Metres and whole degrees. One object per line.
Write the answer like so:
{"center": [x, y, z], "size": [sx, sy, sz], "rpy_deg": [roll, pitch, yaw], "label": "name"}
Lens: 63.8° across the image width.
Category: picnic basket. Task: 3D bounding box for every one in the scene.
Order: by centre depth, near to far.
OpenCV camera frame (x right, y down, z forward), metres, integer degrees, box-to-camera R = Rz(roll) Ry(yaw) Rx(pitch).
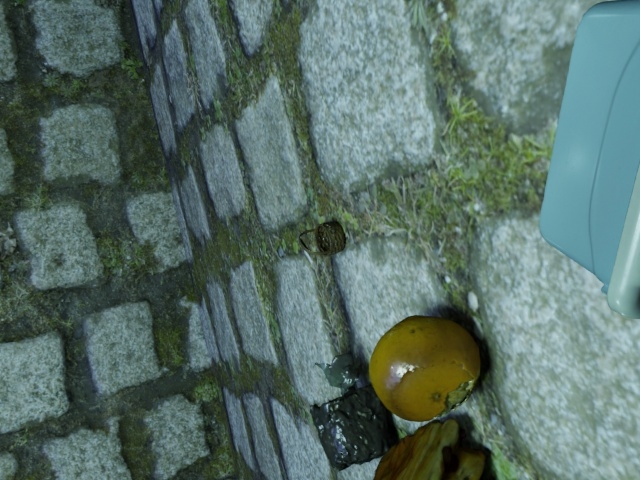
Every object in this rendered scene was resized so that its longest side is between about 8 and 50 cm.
{"center": [0.000, 0.000, 0.996], "size": [0.072, 0.083, 0.072], "rpy_deg": [39, 135, 53], "label": "picnic basket"}

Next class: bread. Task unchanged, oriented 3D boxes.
{"center": [0.130, 0.447, 0.746], "size": [0.167, 0.325, 0.277], "rpy_deg": [31, 147, 10], "label": "bread"}

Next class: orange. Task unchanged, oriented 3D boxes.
{"center": [0.145, 0.173, 0.718], "size": [0.134, 0.156, 0.157], "rpy_deg": [-101, 16, -52], "label": "orange"}

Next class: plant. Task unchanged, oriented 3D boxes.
{"center": [0.052, 0.322, 0.979], "size": [0.142, 0.131, 0.203], "rpy_deg": [110, 152, -51], "label": "plant"}

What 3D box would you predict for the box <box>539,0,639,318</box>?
{"center": [0.262, -0.066, 0.363], "size": [0.130, 0.162, 0.227], "rpy_deg": [-129, 36, -61], "label": "box"}
